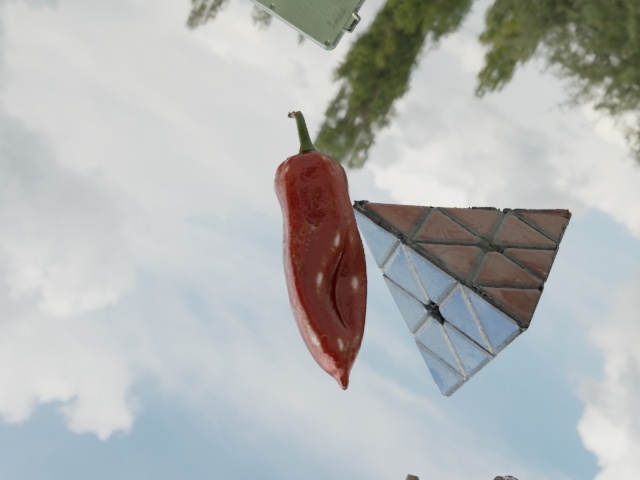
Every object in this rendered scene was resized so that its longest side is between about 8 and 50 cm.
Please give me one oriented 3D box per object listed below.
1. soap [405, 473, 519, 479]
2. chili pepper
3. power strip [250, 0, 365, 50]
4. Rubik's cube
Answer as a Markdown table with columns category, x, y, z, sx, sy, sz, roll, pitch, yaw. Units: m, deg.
| category | x | y | z | sx | sy | sz | roll | pitch | yaw |
| --- | --- | --- | --- | --- | --- | --- | --- | --- | --- |
| soap | 0.009 | 0.313 | 0.656 | 0.258 | 0.302 | 0.159 | -2 | 177 | -38 |
| chili pepper | 0.000 | 0.000 | 0.666 | 0.059 | 0.050 | 0.191 | 13 | -119 | -52 |
| power strip | -0.018 | -0.140 | 0.573 | 0.090 | 0.040 | 0.016 | 33 | -170 | 0 |
| Rubik's cube | 0.130 | 0.084 | 0.938 | 0.211 | 0.178 | 0.190 | 3 | -151 | -7 |
